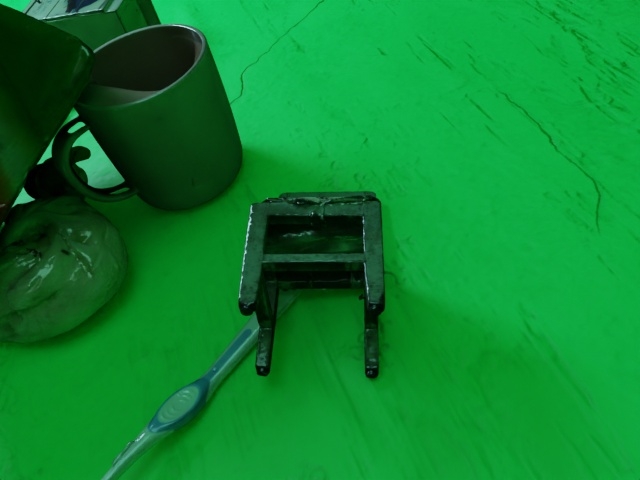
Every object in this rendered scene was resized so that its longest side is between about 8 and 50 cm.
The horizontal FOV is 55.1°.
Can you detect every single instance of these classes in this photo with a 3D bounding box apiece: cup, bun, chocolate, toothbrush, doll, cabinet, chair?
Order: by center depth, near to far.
[{"bbox_3d":[-0.141,0.168,0.649,0.040,0.040,0.386,23,58,32],"label":"toothbrush"},{"bbox_3d":[0.000,0.000,0.672,0.136,0.147,0.270,1,50,5],"label":"chair"},{"bbox_3d":[-0.460,-0.146,0.780,0.341,0.161,0.360,-59,35,1],"label":"chocolate"},{"bbox_3d":[-0.369,0.026,0.795,0.237,0.116,0.209,-10,46,7],"label":"bun"},{"bbox_3d":[-0.236,-0.143,0.848,0.191,0.200,0.253,29,61,35],"label":"cup"},{"bbox_3d":[-0.382,-0.090,0.911,0.179,0.089,0.102,-2,80,46],"label":"doll"},{"bbox_3d":[-0.438,-0.409,1.188,0.206,0.150,0.145,-4,48,13],"label":"cabinet"}]
